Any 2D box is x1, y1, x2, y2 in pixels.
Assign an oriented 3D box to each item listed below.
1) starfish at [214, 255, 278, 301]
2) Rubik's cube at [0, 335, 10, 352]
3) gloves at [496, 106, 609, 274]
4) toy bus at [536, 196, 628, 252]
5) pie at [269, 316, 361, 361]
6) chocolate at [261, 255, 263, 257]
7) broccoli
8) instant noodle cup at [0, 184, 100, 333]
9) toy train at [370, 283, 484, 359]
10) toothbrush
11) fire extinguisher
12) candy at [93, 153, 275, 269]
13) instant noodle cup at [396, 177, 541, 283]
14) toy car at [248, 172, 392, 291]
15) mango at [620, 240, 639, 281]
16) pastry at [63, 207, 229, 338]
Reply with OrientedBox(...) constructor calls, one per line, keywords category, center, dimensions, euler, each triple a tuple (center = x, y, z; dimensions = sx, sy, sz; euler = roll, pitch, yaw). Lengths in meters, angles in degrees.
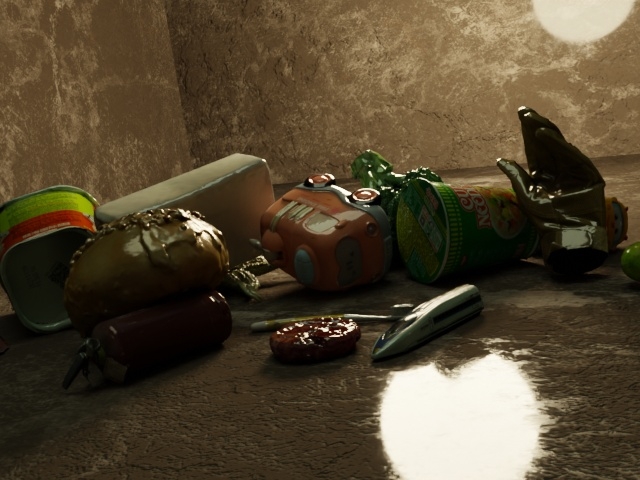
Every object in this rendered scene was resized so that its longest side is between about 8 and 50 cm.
OrientedBox(category="starfish", center=(-0.210, 0.052, 1.766), dimensions=(0.358, 0.078, 0.347), euler=(8, 35, 30))
OrientedBox(category="Rubik's cube", center=(-0.687, 0.212, 1.396), dimensions=(0.178, 0.211, 0.190), euler=(-29, 33, 6))
OrientedBox(category="gloves", center=(0.434, -0.098, 1.483), dimensions=(0.141, 0.331, 0.154), euler=(2, -27, -22))
OrientedBox(category="toy bus", center=(0.509, -0.036, 1.616), dimensions=(0.136, 0.126, 0.209), euler=(-4, 6, -33))
OrientedBox(category="pie", center=(-0.008, 0.150, 1.231), dimensions=(0.153, 0.038, 0.153), euler=(-7, 7, 1))
OrientedBox(category="chocolate", center=(-0.218, 0.007, 2.034), dimensions=(0.237, 0.108, 0.235), euler=(-1, 10, 43))
OrientedBox(category="broccoli", center=(0.160, -0.073, 1.768), dimensions=(0.270, 0.270, 0.270), euler=(-28, -22, -12))
OrientedBox(category="instant noodle cup", center=(-0.560, 0.045, 1.706), dimensions=(0.294, 0.294, 0.308), euler=(-12, 18, -19))
OrientedBox(category="toy train", center=(0.157, 0.121, 1.217), dimensions=(0.055, 0.048, 0.252), euler=(-2, 11, 44))
OrientedBox(category="toothbrush", center=(0.019, 0.130, 1.348), dimensions=(0.288, 0.024, 0.021), euler=(-6, 12, 13))
OrientedBox(category="fire extinguisher", center=(-0.271, 0.157, 1.260), dimensions=(0.105, 0.104, 0.269), euler=(2, 14, 45))
OrientedBox(category="candy", center=(-0.264, -0.032, 1.650), dimensions=(0.359, 0.208, 0.145), euler=(-26, 31, -26))
OrientedBox(category="instant noodle cup", center=(0.294, -0.025, 1.579), dimensions=(0.233, 0.207, 0.207), euler=(-5, 8, -22))
OrientedBox(category="toy car", center=(0.000, 0.000, 1.604), dimensions=(0.270, 0.180, 0.212), euler=(23, 42, 39))
OrientedBox(category="mango", center=(0.572, 0.024, 1.294), dimensions=(0.163, 0.089, 0.117), euler=(-3, 11, 32))
OrientedBox(category="pastry", center=(-0.311, 0.045, 1.395), dimensions=(0.284, 0.184, 0.316), euler=(-19, -14, -38))
